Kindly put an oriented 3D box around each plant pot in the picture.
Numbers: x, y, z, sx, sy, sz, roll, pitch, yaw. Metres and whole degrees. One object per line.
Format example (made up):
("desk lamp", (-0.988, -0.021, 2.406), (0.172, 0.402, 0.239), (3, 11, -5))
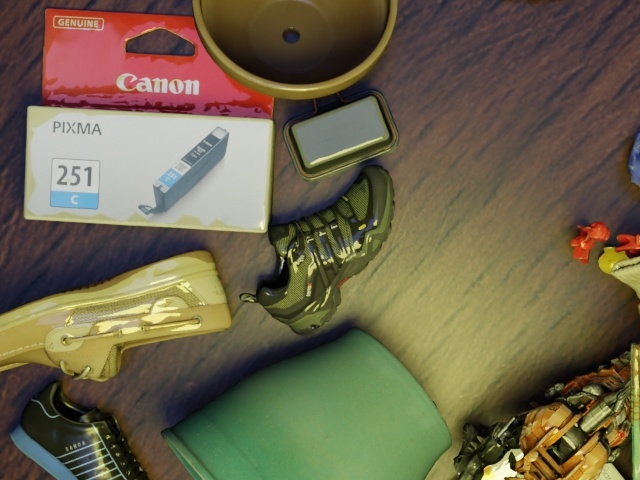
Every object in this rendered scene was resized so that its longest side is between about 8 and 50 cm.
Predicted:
("plant pot", (0.001, 0.244, 1.507), (0.255, 0.271, 0.271), (-39, 90, -12))
("plant pot", (-0.033, -0.261, 1.544), (0.237, 0.109, 0.237), (2, 71, -5))

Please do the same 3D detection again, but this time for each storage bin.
("storage bin", (0.023, -0.134, 1.572), (0.135, 0.091, 0.098), (-20, 91, 1))

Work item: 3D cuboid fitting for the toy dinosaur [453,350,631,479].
("toy dinosaur", (0.251, 0.229, 1.462), (0.322, 0.218, 0.164), (-9, 62, -35))

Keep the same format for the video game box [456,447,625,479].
("video game box", (0.273, 0.329, 1.600), (0.205, 0.048, 0.187), (-39, 87, 2))

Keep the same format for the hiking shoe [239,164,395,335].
("hiking shoe", (0.000, 0.000, 1.562), (0.114, 0.086, 0.226), (29, 92, -28))

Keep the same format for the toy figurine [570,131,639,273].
("toy figurine", (0.481, -0.073, 1.513), (0.363, 0.191, 0.217), (5, 75, 18))

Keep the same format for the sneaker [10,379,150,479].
("sneaker", (-0.262, 0.264, 1.593), (0.232, 0.081, 0.090), (35, 99, 1))

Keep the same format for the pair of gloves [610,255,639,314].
("pair of gloves", (0.469, 0.070, 1.485), (0.240, 0.204, 0.042), (-5, 61, 33))

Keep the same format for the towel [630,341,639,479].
("towel", (0.470, 0.274, 1.447), (0.272, 0.040, 0.370), (-7, 101, -10))

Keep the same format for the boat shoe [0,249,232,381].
("boat shoe", (-0.276, 0.114, 1.566), (0.341, 0.121, 0.110), (-19, 84, 1))

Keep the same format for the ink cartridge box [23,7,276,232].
("ink cartridge box", (-0.202, -0.147, 1.590), (0.296, 0.066, 0.261), (3, 93, 1))
